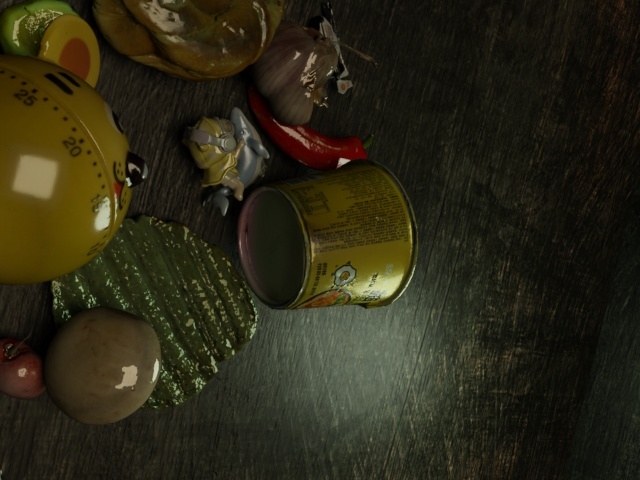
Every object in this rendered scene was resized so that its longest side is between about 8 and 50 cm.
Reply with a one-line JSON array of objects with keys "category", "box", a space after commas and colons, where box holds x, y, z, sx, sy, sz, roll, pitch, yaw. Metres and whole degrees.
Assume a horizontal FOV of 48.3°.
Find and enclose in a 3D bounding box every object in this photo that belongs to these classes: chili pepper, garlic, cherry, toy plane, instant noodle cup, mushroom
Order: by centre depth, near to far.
[{"category": "cherry", "box": [-0.518, 0.224, 1.221, 0.087, 0.106, 0.126, -39, 122, -32]}, {"category": "mushroom", "box": [-0.377, 0.219, 1.238, 0.206, 0.209, 0.206, 7, 63, -14]}, {"category": "garlic", "box": [-0.007, -0.339, 1.442, 0.207, 0.256, 0.207, -1, 90, -81]}, {"category": "instant noodle cup", "box": [0.000, 0.000, 1.453, 0.254, 0.325, 0.326, -9, 104, -38]}, {"category": "chili pepper", "box": [-0.006, -0.223, 1.561, 0.368, 0.091, 0.137, 16, 76, -43]}, {"category": "toy plane", "box": [0.021, -0.415, 1.564, 0.078, 0.053, 0.197, -37, 116, -38]}]

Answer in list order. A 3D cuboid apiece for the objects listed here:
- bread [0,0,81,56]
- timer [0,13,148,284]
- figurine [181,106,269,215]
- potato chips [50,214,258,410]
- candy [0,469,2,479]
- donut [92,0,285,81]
[{"category": "bread", "box": [-0.459, -0.337, 1.176, 0.139, 0.071, 0.130, -50, 122, -18]}, {"category": "timer", "box": [-0.430, -0.125, 1.090, 0.387, 0.376, 0.376, -52, 131, -52]}, {"category": "figurine", "box": [-0.190, -0.159, 1.400, 0.183, 0.128, 0.209, 14, 95, -38]}, {"category": "potato chips", "box": [-0.316, 0.136, 1.392, 0.358, 0.070, 0.429, -37, 119, -24]}, {"category": "candy", "box": [-0.664, 0.522, 1.135, 0.398, 0.172, 0.263, -34, 124, -43]}, {"category": "donut", "box": [-0.231, -0.456, 1.279, 0.360, 0.170, 0.361, -4, 96, -40]}]
